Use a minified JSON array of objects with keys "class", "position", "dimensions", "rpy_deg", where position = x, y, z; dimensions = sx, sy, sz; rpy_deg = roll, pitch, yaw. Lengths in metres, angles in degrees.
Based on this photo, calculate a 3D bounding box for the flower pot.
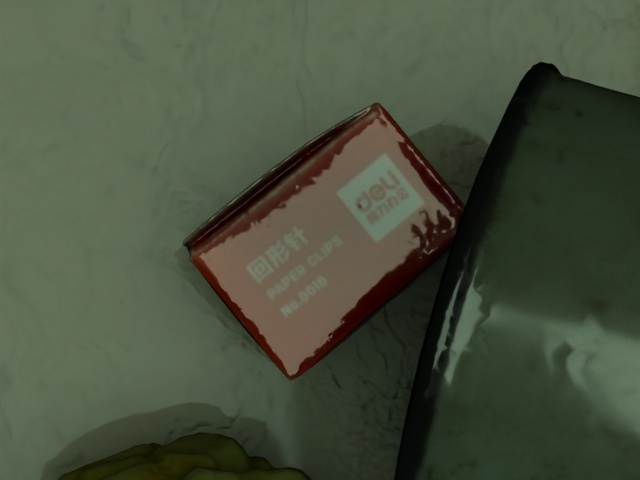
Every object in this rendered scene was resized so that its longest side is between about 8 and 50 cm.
[{"class":"flower pot","position":[0.227,0.085,0.773],"dimensions":[0.330,0.293,0.293],"rpy_deg":[14,87,12]}]

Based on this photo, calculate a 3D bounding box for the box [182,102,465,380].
[{"class":"box","position":[0.000,0.000,0.851],"dimensions":[0.133,0.182,0.099],"rpy_deg":[-38,90,-2]}]

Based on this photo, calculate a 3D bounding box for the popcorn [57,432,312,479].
[{"class":"popcorn","position":[-0.072,0.231,0.808],"dimensions":[0.249,0.225,0.249],"rpy_deg":[7,111,17]}]
